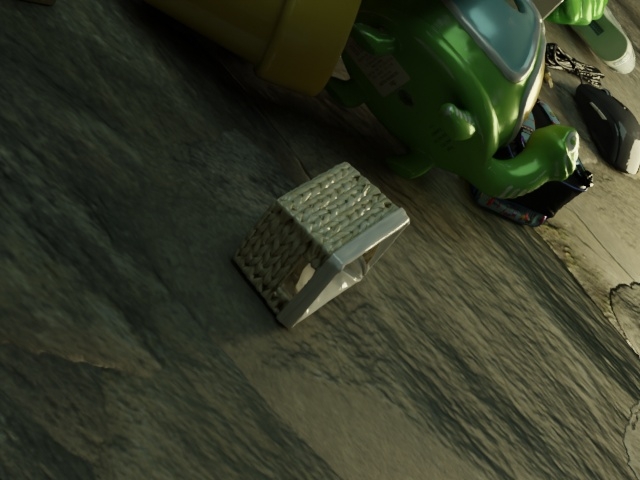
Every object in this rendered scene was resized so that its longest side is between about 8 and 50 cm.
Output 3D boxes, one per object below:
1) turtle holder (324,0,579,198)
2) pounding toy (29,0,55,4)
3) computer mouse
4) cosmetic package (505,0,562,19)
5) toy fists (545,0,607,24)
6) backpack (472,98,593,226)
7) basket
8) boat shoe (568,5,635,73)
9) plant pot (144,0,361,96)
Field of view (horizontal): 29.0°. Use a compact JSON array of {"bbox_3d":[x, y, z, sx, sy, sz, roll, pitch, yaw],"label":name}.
[{"bbox_3d":[0.182,-0.207,1.531,0.320,0.243,0.227,39,68,22],"label":"turtle holder"},{"bbox_3d":[-0.338,-0.330,1.330,0.141,0.100,0.130,3,52,-44],"label":"pounding toy"},{"bbox_3d":[0.454,-0.235,2.065,0.184,0.060,0.262,19,42,-33],"label":"computer mouse"},{"bbox_3d":[0.246,-0.374,1.853,0.138,0.225,0.224,34,37,-14],"label":"cosmetic package"},{"bbox_3d":[0.463,-0.475,2.206,0.142,0.096,0.279,23,45,18],"label":"toy fists"},{"bbox_3d":[0.276,-0.127,1.725,0.158,0.117,0.173,18,44,-33],"label":"backpack"},{"bbox_3d":[0.000,0.000,1.327,0.103,0.113,0.167,46,35,9],"label":"basket"},{"bbox_3d":[0.507,-0.391,2.277,0.081,0.079,0.227,38,22,-52],"label":"boat shoe"},{"bbox_3d":[-0.078,-0.328,1.486,0.239,0.254,0.254,17,41,-11],"label":"plant pot"}]
